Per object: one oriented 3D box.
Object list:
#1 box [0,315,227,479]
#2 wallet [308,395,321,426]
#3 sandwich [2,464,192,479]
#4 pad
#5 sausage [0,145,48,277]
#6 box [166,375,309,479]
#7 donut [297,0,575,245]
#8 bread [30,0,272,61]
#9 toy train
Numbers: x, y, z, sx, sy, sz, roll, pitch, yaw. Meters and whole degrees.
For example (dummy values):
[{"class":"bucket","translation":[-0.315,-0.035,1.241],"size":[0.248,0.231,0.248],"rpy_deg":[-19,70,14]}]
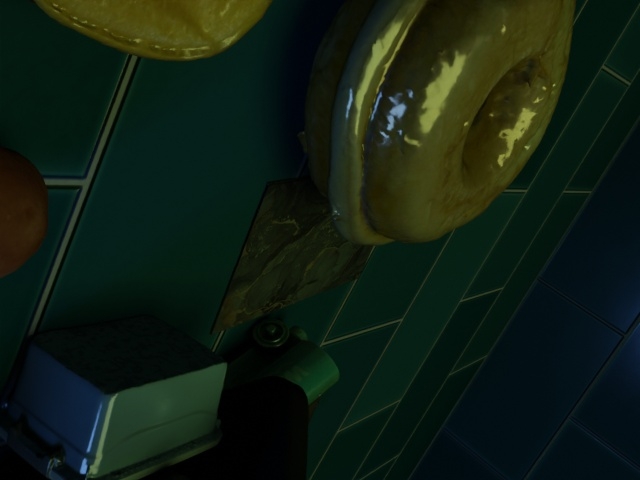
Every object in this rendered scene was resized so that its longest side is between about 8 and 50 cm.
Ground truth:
[{"class":"box","translation":[-0.217,0.173,0.802],"size":[0.227,0.162,0.130],"rpy_deg":[-5,116,-57]},{"class":"wallet","translation":[-0.082,0.359,1.390],"size":[0.198,0.031,0.110],"rpy_deg":[-24,142,-46]},{"class":"sandwich","translation":[-0.294,0.323,0.750],"size":[0.301,0.271,0.099],"rpy_deg":[-26,113,-45]},{"class":"pad","translation":[0.000,0.000,1.111],"size":[0.367,0.007,0.247],"rpy_deg":[-15,135,-51]},{"class":"sausage","translation":[-0.285,-0.035,0.483],"size":[0.113,0.113,0.259],"rpy_deg":[-56,153,6]},{"class":"box","translation":[-0.142,0.320,0.873],"size":[0.290,0.289,0.073],"rpy_deg":[-23,136,28]},{"class":"donut","translation":[0.149,-0.184,0.913],"size":[0.449,0.198,0.449],"rpy_deg":[-39,150,-28]},{"class":"bread","translation":[-0.130,-0.226,0.460],"size":[0.195,0.143,0.270],"rpy_deg":[-54,152,7]},{"class":"toy train","translation":[-0.089,0.220,1.068],"size":[0.248,0.159,0.101],"rpy_deg":[-33,143,-33]}]
